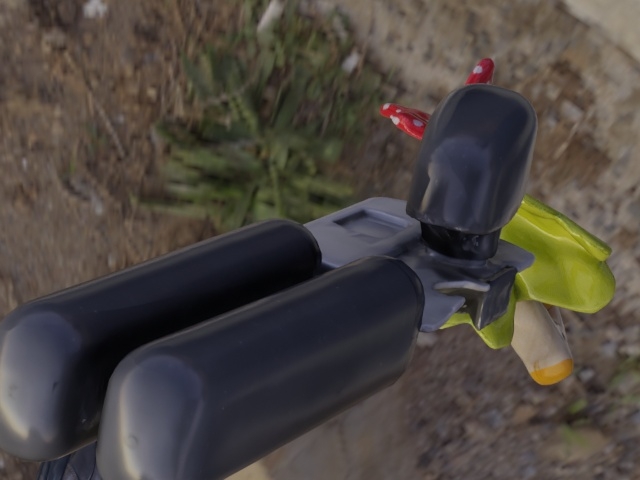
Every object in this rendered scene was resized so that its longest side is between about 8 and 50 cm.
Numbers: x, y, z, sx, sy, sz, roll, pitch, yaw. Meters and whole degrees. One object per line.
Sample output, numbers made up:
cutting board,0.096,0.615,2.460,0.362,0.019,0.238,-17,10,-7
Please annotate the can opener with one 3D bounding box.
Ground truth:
can opener,0.000,0.000,0.603,0.076,0.283,0.095,19,107,21

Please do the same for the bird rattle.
bird rattle,0.127,0.001,1.429,0.143,0.207,0.253,-27,38,2

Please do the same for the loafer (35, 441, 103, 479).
loafer,-0.153,0.130,1.364,0.061,0.062,0.170,8,70,18
